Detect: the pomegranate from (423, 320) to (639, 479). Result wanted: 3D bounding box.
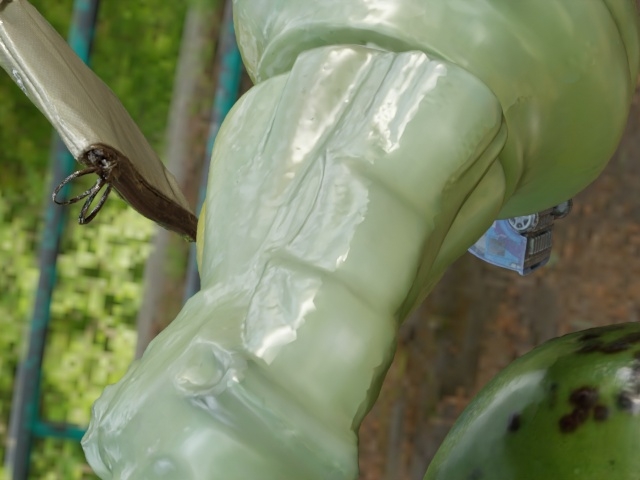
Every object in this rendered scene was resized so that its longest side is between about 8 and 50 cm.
[{"bbox_3d":[0.166,0.143,0.825,0.270,0.254,0.254,-13,69,60],"label":"pomegranate"}]

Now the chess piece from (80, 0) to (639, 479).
[{"bbox_3d":[0.000,0.000,0.744,0.298,0.176,0.176,-60,5,-38],"label":"chess piece"}]

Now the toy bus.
[{"bbox_3d":[0.196,-0.090,1.952,0.094,0.079,0.236,19,113,33],"label":"toy bus"}]

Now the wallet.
[{"bbox_3d":[-0.229,-0.116,1.896,0.275,0.068,0.335,56,-175,17],"label":"wallet"}]
